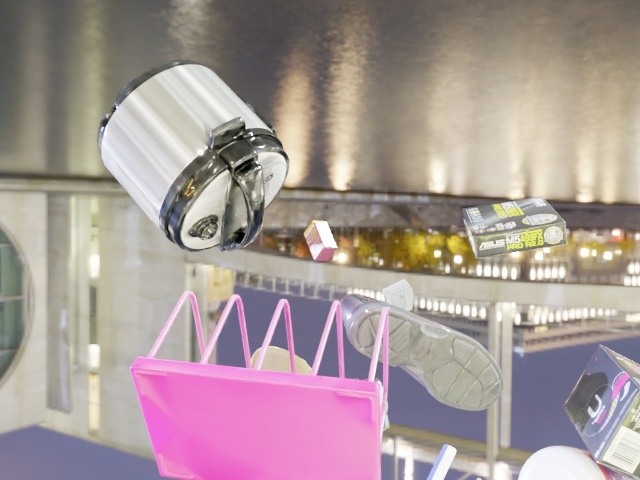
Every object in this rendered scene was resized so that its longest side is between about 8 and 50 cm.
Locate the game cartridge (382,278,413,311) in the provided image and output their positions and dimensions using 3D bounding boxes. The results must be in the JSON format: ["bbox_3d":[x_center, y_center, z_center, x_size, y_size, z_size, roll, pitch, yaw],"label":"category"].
[{"bbox_3d":[0.150,0.110,1.358,0.056,0.083,0.017,-23,-136,-7],"label":"game cartridge"}]

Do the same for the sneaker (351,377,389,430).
[{"bbox_3d":[0.074,0.377,1.563,0.104,0.125,0.262,-20,176,-17],"label":"sneaker"}]

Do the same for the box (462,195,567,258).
[{"bbox_3d":[0.481,-0.038,1.796,0.216,0.060,0.270,-10,-164,9],"label":"box"}]

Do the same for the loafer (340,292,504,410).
[{"bbox_3d":[0.155,0.159,1.076,0.302,0.109,0.095,31,-170,-27],"label":"loafer"}]

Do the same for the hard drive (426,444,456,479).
[{"bbox_3d":[0.287,0.758,2.023,0.040,0.210,0.319,26,-129,16],"label":"hard drive"}]

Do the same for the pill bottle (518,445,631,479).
[{"bbox_3d":[0.551,0.522,1.449,0.181,0.182,0.323,2,166,45],"label":"pill bottle"}]

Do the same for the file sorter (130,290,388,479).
[{"bbox_3d":[-0.057,0.189,0.926,0.290,0.202,0.182,4,-145,11],"label":"file sorter"}]

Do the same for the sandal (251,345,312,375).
[{"bbox_3d":[-0.040,0.244,1.192,0.240,0.088,0.079,36,170,-28],"label":"sandal"}]

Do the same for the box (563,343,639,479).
[{"bbox_3d":[0.604,0.340,1.395,0.143,0.165,0.270,26,-170,2],"label":"box"}]

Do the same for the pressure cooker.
[{"bbox_3d":[-0.284,-0.174,1.724,0.420,0.375,0.370,47,-167,19],"label":"pressure cooker"}]

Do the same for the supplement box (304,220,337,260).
[{"bbox_3d":[0.000,0.000,1.728,0.043,0.083,0.055,3,142,-34],"label":"supplement box"}]

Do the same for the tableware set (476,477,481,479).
[{"bbox_3d":[0.198,0.435,1.076,0.168,0.141,0.020,-18,-160,9],"label":"tableware set"}]
